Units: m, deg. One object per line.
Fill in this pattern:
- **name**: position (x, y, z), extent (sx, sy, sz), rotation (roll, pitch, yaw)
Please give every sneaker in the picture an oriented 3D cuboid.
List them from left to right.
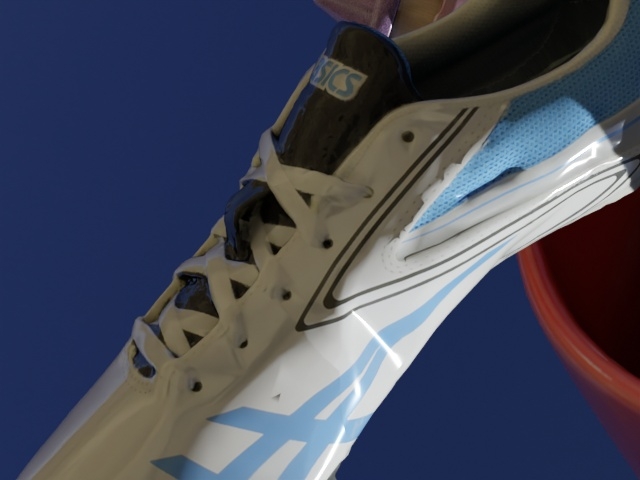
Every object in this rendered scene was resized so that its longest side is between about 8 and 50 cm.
- **sneaker**: position (0.000, 0.000, 0.353), extent (0.237, 0.086, 0.085), rotation (-43, -151, -5)

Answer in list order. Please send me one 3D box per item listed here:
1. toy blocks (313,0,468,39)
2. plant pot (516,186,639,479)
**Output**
- **toy blocks**: position (0.086, -0.275, 0.899), extent (0.260, 0.309, 0.288), rotation (15, -68, -4)
- **plant pot**: position (0.239, 0.045, 0.576), extent (0.275, 0.243, 0.275), rotation (-13, -136, 13)
